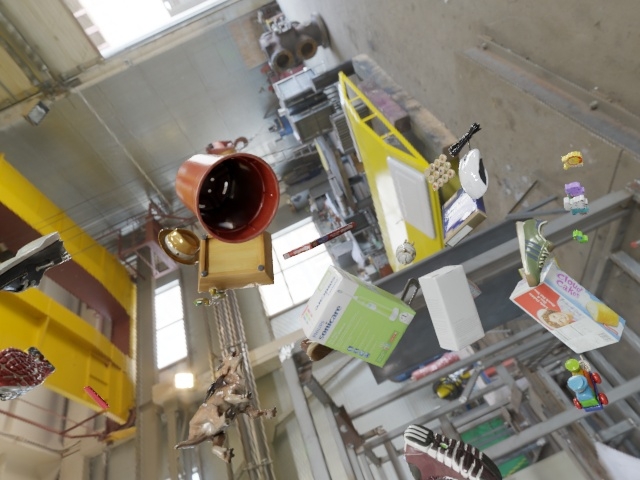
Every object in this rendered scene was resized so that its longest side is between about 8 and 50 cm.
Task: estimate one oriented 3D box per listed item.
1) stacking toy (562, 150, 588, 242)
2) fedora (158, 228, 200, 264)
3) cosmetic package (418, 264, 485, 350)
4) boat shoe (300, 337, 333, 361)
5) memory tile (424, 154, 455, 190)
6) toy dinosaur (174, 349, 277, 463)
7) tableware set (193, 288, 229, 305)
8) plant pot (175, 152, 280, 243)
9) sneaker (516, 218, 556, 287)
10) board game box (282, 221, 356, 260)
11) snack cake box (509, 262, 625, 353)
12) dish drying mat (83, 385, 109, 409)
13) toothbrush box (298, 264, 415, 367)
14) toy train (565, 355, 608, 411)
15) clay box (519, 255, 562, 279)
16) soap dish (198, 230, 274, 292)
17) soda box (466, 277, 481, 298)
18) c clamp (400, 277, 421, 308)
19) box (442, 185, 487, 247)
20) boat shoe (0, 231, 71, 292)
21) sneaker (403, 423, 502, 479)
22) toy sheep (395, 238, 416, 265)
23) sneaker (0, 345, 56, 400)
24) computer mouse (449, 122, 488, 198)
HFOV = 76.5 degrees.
[{"bbox_3d":[0.726,-0.116,1.142,0.221,0.052,0.166,45,-129,-40],"label":"stacking toy"},{"bbox_3d":[-0.547,0.009,1.627,0.194,0.079,0.194,38,-157,-20],"label":"fedora"},{"bbox_3d":[0.394,0.201,1.222,0.086,0.118,0.230,-15,93,65],"label":"cosmetic package"},{"bbox_3d":[0.061,0.396,1.807,0.123,0.342,0.123,26,142,50],"label":"boat shoe"},{"bbox_3d":[0.505,-0.288,1.731,0.113,0.012,0.148,68,154,14],"label":"memory tile"},{"bbox_3d":[-0.252,0.417,0.997,0.296,0.201,0.127,-36,-61,-49],"label":"toy dinosaur"},{"bbox_3d":[-0.419,0.216,1.543,0.154,0.104,0.024,-39,54,49],"label":"tableware set"},{"bbox_3d":[-0.313,-0.158,1.282,0.265,0.272,0.272,25,149,47],"label":"plant pot"},{"bbox_3d":[0.603,0.029,1.122,0.064,0.086,0.191,20,-118,-52],"label":"sneaker"},{"bbox_3d":[0.000,0.000,1.490,0.281,0.145,0.027,-26,-86,-49],"label":"board game box"},{"bbox_3d":[0.746,0.210,1.240,0.264,0.089,0.152,41,150,7],"label":"snack cake box"},{"bbox_3d":[-0.621,0.436,1.126,0.083,0.032,0.008,54,-149,-14],"label":"dish drying mat"},{"bbox_3d":[0.110,0.231,1.238,0.284,0.206,0.122,26,-173,-24],"label":"toothbrush box"},{"bbox_3d":[0.967,0.493,1.522,0.143,0.105,0.248,46,-144,-19],"label":"toy train"},{"bbox_3d":[0.821,0.182,1.450,0.053,0.128,0.221,-5,-109,-60],"label":"clay box"},{"bbox_3d":[-0.331,0.072,1.574,0.118,0.291,0.228,89,175,-61],"label":"soap dish"},{"bbox_3d":[0.715,0.222,2.011,0.183,0.058,0.062,32,-157,-31],"label":"soda box"},{"bbox_3d":[0.374,0.222,1.654,0.022,0.160,0.137,16,156,43],"label":"c clamp"},{"bbox_3d":[0.408,-0.095,1.169,0.037,0.136,0.225,30,-141,-9],"label":"box"},{"bbox_3d":[-0.721,0.074,0.996,0.302,0.115,0.091,-80,-32,-64],"label":"boat shoe"},{"bbox_3d":[0.373,0.673,1.199,0.106,0.282,0.162,-24,-53,-53],"label":"sneaker"},{"bbox_3d":[0.347,0.053,1.650,0.091,0.091,0.132,65,-148,-29],"label":"toy sheep"},{"bbox_3d":[-0.567,0.258,0.748,0.088,0.093,0.225,48,156,-2],"label":"sneaker"},{"bbox_3d":[0.375,-0.195,1.024,0.106,0.042,0.192,-44,41,52],"label":"computer mouse"}]
